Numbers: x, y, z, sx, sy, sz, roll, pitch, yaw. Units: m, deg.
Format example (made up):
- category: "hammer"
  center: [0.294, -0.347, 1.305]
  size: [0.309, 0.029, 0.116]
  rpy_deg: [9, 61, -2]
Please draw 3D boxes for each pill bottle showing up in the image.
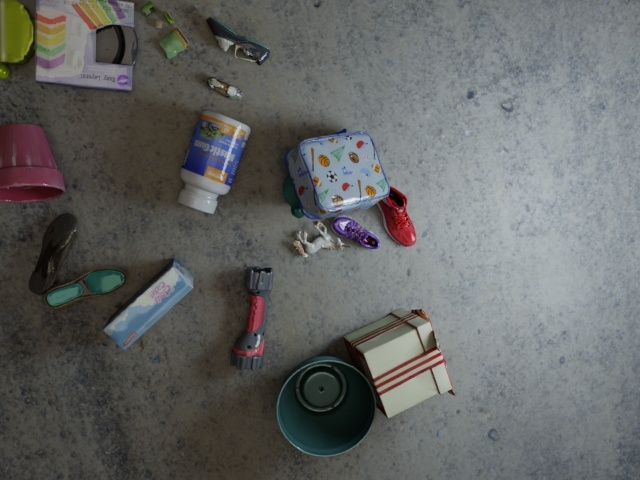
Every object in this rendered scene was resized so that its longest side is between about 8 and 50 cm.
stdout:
- category: "pill bottle"
  center: [-0.313, -0.222, 1.803]
  size: [0.152, 0.152, 0.272]
  rpy_deg: [19, 92, -11]

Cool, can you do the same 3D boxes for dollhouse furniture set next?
- category: "dollhouse furniture set"
  center: [-0.443, -0.599, 1.781]
  size: [0.076, 0.058, 0.152]
  rpy_deg: [-36, 101, -4]

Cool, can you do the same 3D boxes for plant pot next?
- category: "plant pot"
  center: [0.009, 0.479, 1.918]
  size: [0.292, 0.196, 0.293]
  rpy_deg: [-1, 96, -5]
- category: "plant pot"
  center: [-0.810, -0.211, 1.709]
  size: [0.201, 0.201, 0.180]
  rpy_deg: [-8, 82, -9]

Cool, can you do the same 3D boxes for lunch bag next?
- category: "lunch bag"
  center: [0.052, -0.199, 1.828]
  size: [0.303, 0.115, 0.243]
  rpy_deg: [-15, 81, -38]

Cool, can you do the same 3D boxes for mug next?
- category: "mug"
  center: [-0.056, -0.145, 1.864]
  size: [0.157, 0.097, 0.129]
  rpy_deg: [-34, 95, -38]

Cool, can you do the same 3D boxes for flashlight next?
- category: "flashlight"
  center: [-0.207, 0.235, 1.903]
  size: [0.103, 0.103, 0.304]
  rpy_deg: [6, 97, -8]

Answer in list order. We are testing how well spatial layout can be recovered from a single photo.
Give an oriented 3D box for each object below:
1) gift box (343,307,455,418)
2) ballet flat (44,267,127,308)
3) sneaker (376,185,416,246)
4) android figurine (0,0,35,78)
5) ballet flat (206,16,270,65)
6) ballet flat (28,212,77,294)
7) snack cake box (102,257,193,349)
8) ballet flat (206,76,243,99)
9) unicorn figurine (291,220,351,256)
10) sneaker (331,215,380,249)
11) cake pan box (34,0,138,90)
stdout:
- category: "gift box"
  center: [0.254, 0.373, 1.911]
  size: [0.258, 0.276, 0.255]
  rpy_deg: [-23, 105, -12]
- category: "ballet flat"
  center: [-0.679, 0.133, 1.825]
  size: [0.232, 0.073, 0.080]
  rpy_deg: [-16, 91, -14]
- category: "sneaker"
  center: [0.238, -0.070, 1.928]
  size: [0.087, 0.128, 0.221]
  rpy_deg: [-35, 101, -4]
- category: "android figurine"
  center: [-0.893, -0.568, 1.709]
  size: [0.272, 0.056, 0.248]
  rpy_deg: [0, 97, -9]
- category: "ballet flat"
  center: [-0.246, -0.568, 1.816]
  size: [0.203, 0.074, 0.074]
  rpy_deg: [25, 92, -14]
- category: "ballet flat"
  center: [-0.764, 0.040, 1.811]
  size: [0.084, 0.058, 0.250]
  rpy_deg: [20, 87, 10]
- category: "snack cake box"
  center: [-0.493, 0.180, 1.820]
  size: [0.264, 0.152, 0.089]
  rpy_deg: [-43, 101, -3]
- category: "ballet flat"
  center: [-0.280, -0.444, 1.839]
  size: [0.114, 0.041, 0.041]
  rpy_deg: [23, 93, -12]
- category: "unicorn figurine"
  center: [0.000, 0.000, 1.937]
  size: [0.161, 0.060, 0.111]
  rpy_deg: [-26, 101, 10]
- category: "sneaker"
  center: [0.115, -0.025, 1.942]
  size: [0.169, 0.071, 0.068]
  rpy_deg: [25, 92, -11]
- category: "cake pan box"
  center: [-0.643, -0.543, 1.731]
  size: [0.266, 0.070, 0.246]
  rpy_deg: [2, 98, -22]
